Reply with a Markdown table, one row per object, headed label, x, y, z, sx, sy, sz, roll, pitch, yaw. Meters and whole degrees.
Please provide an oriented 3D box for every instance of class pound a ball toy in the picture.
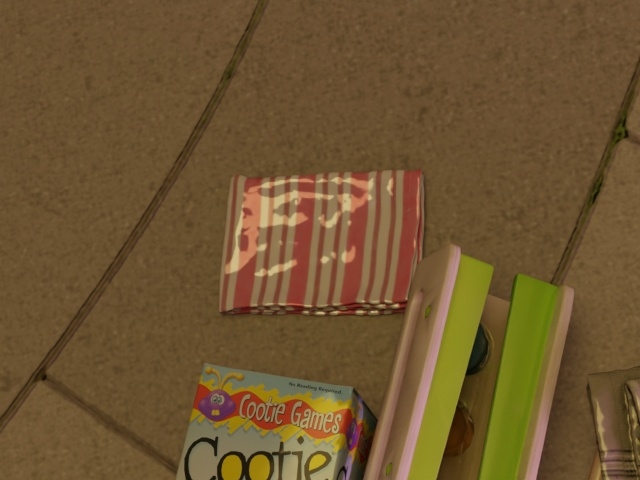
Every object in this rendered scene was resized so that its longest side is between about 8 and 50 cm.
| label | x | y | z | sx | sy | sz | roll | pitch | yaw |
| --- | --- | --- | --- | --- | --- | --- | --- | --- | --- |
| pound a ball toy | 0.148 | 0.191 | 1.620 | 0.208 | 0.136 | 0.319 | 19 | 69 | -13 |

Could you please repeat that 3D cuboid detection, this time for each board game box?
| label | x | y | z | sx | sy | sz | roll | pitch | yaw |
| --- | --- | --- | --- | --- | --- | --- | --- | --- | --- |
| board game box | -0.052 | 0.265 | 1.612 | 0.144 | 0.142 | 0.275 | 8 | 72 | 15 |

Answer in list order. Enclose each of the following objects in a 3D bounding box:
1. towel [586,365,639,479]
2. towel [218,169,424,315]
| label | x | y | z | sx | sy | sz | roll | pitch | yaw |
| --- | --- | --- | --- | --- | --- | --- | --- | --- | --- |
| towel | 0.396 | 0.235 | 1.525 | 0.324 | 0.056 | 0.312 | -9 | 74 | 1 |
| towel | 0.000 | 0.000 | 1.764 | 0.197 | 0.029 | 0.144 | -1 | 69 | 12 |
